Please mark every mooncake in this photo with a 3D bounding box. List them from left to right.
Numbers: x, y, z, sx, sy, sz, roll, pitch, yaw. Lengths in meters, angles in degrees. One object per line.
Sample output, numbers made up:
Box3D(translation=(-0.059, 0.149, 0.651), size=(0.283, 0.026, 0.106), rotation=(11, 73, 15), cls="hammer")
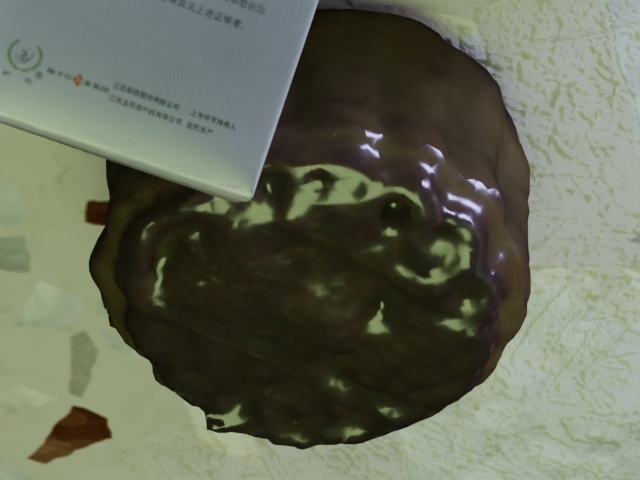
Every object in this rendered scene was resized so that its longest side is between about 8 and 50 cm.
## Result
Box3D(translation=(-0.001, -0.002, 1.423), size=(0.324, 0.187, 0.324), rotation=(1, 131, 2), cls="mooncake")

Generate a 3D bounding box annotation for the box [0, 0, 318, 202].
Box3D(translation=(-0.097, -0.196, 1.216), size=(0.200, 0.106, 0.299), rotation=(19, 92, -15), cls="box")
